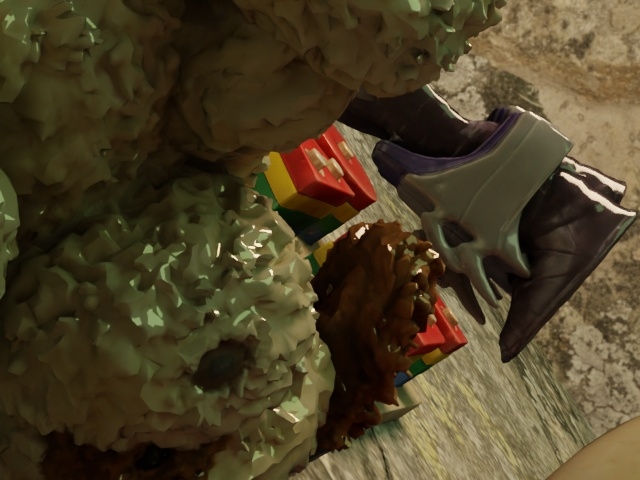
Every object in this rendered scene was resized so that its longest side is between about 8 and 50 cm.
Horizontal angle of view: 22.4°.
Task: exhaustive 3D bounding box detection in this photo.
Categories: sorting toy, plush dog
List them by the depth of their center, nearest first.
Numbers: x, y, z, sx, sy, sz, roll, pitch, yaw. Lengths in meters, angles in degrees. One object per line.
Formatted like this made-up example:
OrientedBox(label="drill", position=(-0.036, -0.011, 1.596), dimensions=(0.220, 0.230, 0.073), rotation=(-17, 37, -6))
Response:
OrientedBox(label="plush dog", position=(-0.076, 0.001, 0.495), dimensions=(0.210, 0.262, 0.225), rotation=(8, -61, 53))
OrientedBox(label="sorting toy", position=(0.000, 0.000, 1.136), dimensions=(0.255, 0.089, 0.257), rotation=(58, 10, 10))

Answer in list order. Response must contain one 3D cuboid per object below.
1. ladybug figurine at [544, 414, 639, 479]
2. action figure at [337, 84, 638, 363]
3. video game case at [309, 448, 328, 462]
OrientedBox(label="ladybug figurine", position=(0.122, 0.253, 0.393), dimensions=(0.305, 0.162, 0.449), rotation=(10, 63, -22))
OrientedBox(label="action figure", position=(-0.006, -0.080, 0.632), dimensions=(0.285, 0.099, 0.185), rotation=(42, -6, 4))
OrientedBox(label="video game case", position=(-0.084, -0.045, 0.789), dimensions=(0.275, 0.035, 0.248), rotation=(63, -3, -16))
